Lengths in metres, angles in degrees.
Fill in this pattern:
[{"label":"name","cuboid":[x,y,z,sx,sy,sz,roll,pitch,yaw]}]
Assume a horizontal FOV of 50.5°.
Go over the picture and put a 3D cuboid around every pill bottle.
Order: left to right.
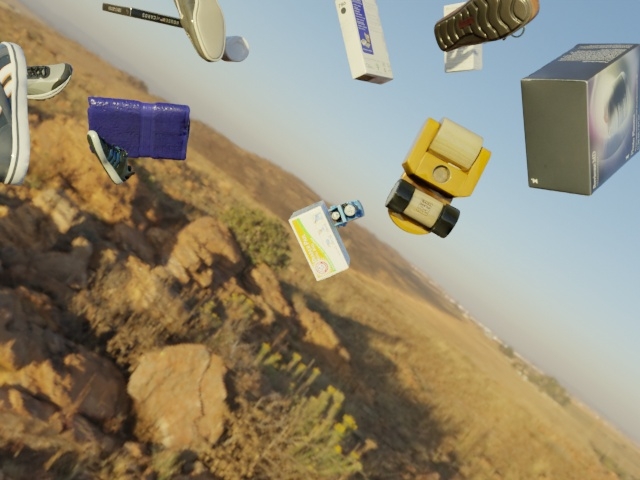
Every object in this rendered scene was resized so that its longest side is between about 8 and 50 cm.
[{"label":"pill bottle","cuboid":[-0.275,-0.586,2.077,0.078,0.078,0.137,35,-3,-29]}]

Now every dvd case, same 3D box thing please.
[{"label":"dvd case","cuboid":[-0.506,-0.652,1.963,0.179,0.030,0.238,1,18,-37]}]

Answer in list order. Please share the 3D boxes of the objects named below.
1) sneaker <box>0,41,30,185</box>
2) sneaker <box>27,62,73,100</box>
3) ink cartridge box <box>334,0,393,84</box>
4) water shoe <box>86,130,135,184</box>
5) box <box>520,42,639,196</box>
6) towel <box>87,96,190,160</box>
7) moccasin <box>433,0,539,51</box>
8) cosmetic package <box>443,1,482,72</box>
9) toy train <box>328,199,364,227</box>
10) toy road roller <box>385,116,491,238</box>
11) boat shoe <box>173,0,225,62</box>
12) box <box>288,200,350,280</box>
[{"label":"sneaker","cuboid":[-0.580,-0.239,1.171,0.127,0.126,0.321,8,47,-35]},{"label":"sneaker","cuboid":[-0.863,-0.472,1.995,0.108,0.271,0.100,75,0,-54]},{"label":"ink cartridge box","cuboid":[0.137,-0.676,2.185,0.065,0.333,0.165,-14,-6,39]},{"label":"water shoe","cuboid":[-0.604,-0.252,1.959,0.073,0.080,0.203,44,-19,34]},{"label":"box","cuboid":[0.665,-0.310,1.714,0.182,0.294,0.296,16,-51,45]},{"label":"towel","cuboid":[-0.568,-0.356,2.134,0.308,0.228,0.076,2,50,-15]},{"label":"moccasin","cuboid":[0.455,-0.588,1.809,0.139,0.147,0.380,68,-17,-6]},{"label":"cosmetic package","cuboid":[0.501,-0.711,2.381,0.117,0.231,0.085,3,11,37]},{"label":"toy train","cuboid":[0.089,-0.095,2.327,0.184,0.105,0.080,-11,78,-78]},{"label":"toy road roller","cuboid":[0.317,-0.175,1.964,0.202,0.330,0.240,28,0,-5]},{"label":"boat shoe","cuboid":[-0.339,-0.635,1.819,0.095,0.335,0.112,-10,5,41]},{"label":"box","cuboid":[0.000,0.000,1.999,0.114,0.103,0.203,-71,137,-76]}]
